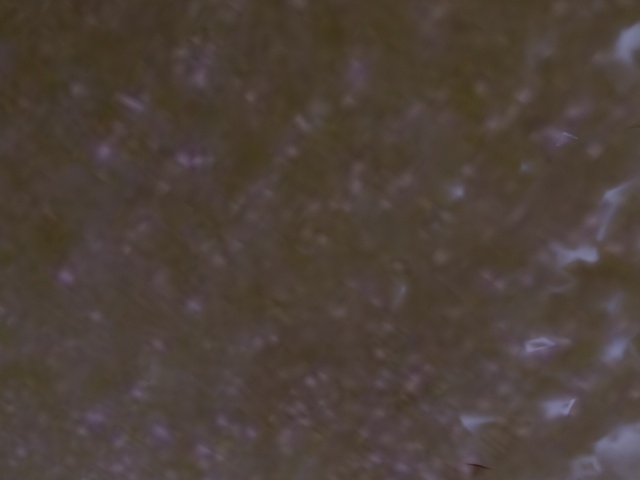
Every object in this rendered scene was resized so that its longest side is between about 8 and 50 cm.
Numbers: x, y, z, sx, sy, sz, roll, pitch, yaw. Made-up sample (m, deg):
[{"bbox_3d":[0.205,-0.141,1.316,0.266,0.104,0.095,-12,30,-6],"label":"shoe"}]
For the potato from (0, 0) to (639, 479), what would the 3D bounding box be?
[{"bbox_3d":[0.010,-0.007,0.503,0.442,0.385,0.319,-47,-175,17],"label":"potato"}]
